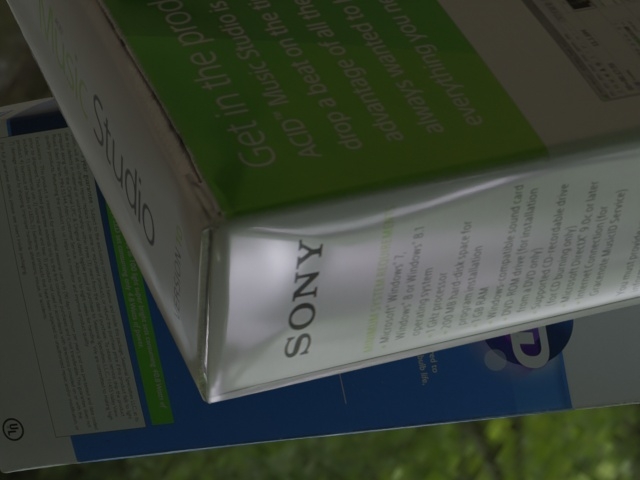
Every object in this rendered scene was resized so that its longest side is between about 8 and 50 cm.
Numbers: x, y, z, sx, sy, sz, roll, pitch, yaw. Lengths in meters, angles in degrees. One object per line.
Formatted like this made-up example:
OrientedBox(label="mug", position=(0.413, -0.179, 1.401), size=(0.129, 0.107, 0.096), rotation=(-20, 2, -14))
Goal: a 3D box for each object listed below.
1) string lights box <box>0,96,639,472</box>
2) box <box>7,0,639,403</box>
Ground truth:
OrientedBox(label="string lights box", position=(0.000, 0.000, 0.705), size=(0.077, 0.260, 0.133), rotation=(-38, 119, -71))
OrientedBox(label="box", position=(0.080, -0.086, 0.502), size=(0.232, 0.322, 0.058), rotation=(-121, -152, -43))
